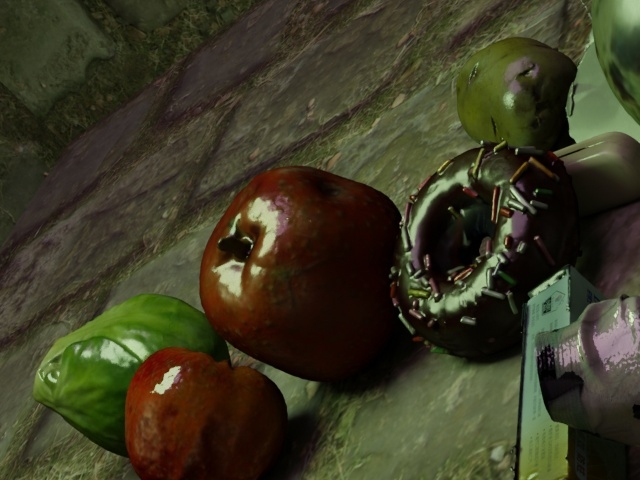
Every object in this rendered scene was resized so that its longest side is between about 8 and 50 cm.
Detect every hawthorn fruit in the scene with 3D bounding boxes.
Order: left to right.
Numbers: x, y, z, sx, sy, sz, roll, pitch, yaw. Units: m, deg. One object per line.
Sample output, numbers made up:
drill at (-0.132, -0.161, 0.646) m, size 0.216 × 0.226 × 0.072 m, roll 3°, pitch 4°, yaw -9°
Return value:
hawthorn fruit at (-0.154, 0.264, 1.741) m, size 0.207 × 0.207 × 0.243 m, roll -2°, pitch 72°, yaw 61°
hawthorn fruit at (-0.023, 0.038, 1.749) m, size 0.275 × 0.300 × 0.275 m, roll -17°, pitch 64°, yaw 40°

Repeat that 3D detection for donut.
donut at (0.183, 0.006, 1.597) m, size 0.270 × 0.103 × 0.269 m, roll -29°, pitch 49°, yaw 39°

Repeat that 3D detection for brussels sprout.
brussels sprout at (-0.264, 0.197, 1.977) m, size 0.271 × 0.219 × 0.210 m, roll 2°, pitch 44°, yaw 12°

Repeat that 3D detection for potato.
potato at (0.264, -0.193, 1.879) m, size 0.154 × 0.137 × 0.200 m, roll -48°, pitch 22°, yaw -7°

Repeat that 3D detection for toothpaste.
toothpaste at (0.238, 0.152, 1.330) m, size 0.071 × 0.089 × 0.313 m, roll -40°, pitch 20°, yaw 31°

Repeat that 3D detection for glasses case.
glasses case at (0.300, -0.068, 1.647) m, size 0.196 × 0.083 × 0.050 m, roll -19°, pitch 31°, yaw 46°

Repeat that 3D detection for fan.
fan at (0.358, -0.242, 1.750) m, size 0.182 × 0.010 × 0.310 m, roll -38°, pitch 54°, yaw 33°

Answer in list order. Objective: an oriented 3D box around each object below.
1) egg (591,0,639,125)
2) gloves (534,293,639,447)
egg at (0.466, -0.244, 1.307) m, size 0.428 × 0.345 × 0.345 m, roll -22°, pitch 25°, yaw 13°
gloves at (0.299, 0.108, 1.196) m, size 0.212 × 0.111 × 0.127 m, roll -12°, pitch 44°, yaw 17°
